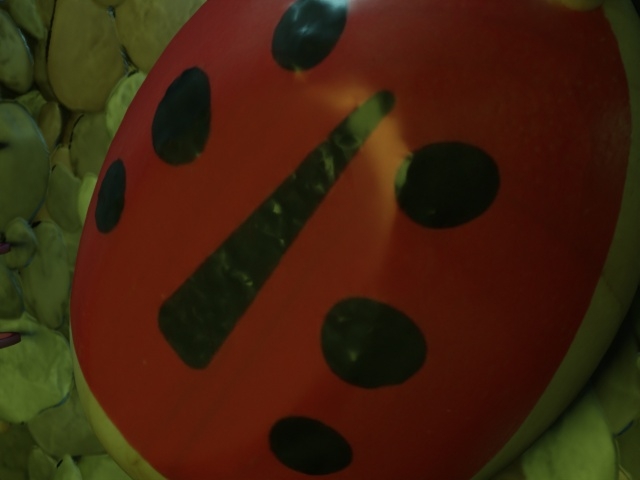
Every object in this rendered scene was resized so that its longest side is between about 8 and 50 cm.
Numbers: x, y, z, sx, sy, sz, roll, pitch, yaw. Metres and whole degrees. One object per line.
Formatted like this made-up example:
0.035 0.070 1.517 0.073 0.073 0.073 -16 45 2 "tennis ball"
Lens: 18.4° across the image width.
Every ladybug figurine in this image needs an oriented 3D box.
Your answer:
0.000 0.000 1.061 0.305 0.162 0.449 48 128 16 "ladybug figurine"

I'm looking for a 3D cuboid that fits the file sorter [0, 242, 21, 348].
-0.338 -0.046 1.344 0.182 0.202 0.291 -5 96 41 "file sorter"
